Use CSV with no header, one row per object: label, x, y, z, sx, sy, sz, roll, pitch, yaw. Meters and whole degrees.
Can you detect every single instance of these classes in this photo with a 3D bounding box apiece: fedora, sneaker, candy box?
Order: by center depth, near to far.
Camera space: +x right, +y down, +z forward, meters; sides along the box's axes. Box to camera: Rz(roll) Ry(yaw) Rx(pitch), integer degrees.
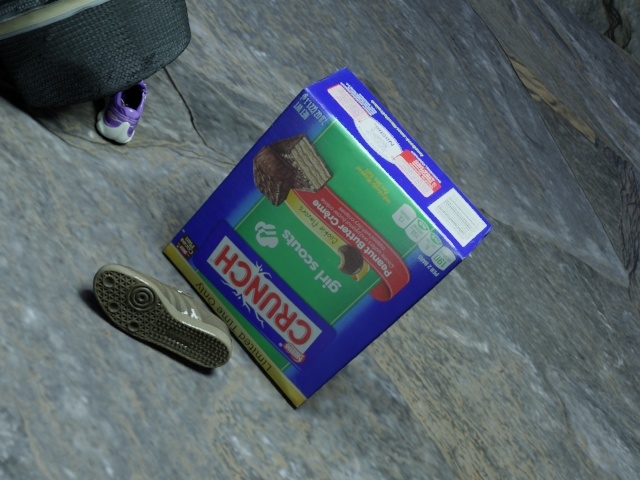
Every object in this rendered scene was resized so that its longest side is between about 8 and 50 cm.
sneaker,-0.186,0.082,1.327,0.188,0.066,0.071,38,16,-21
candy box,0.000,0.000,1.375,0.268,0.317,0.122,48,34,5
fedora,-0.285,-0.261,1.415,0.152,0.334,0.334,69,27,-19
sneaker,-0.256,-0.203,1.538,0.068,0.071,0.170,25,37,-29
